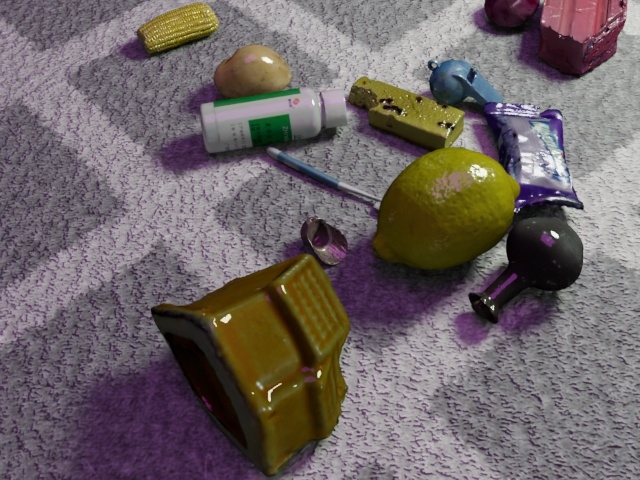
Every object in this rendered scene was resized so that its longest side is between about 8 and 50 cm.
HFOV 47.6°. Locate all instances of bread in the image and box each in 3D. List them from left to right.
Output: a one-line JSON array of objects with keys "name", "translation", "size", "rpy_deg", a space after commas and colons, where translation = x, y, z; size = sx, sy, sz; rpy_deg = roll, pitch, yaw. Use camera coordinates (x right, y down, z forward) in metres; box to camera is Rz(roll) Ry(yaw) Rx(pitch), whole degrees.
[{"name": "bread", "translation": [0.148, -0.236, 1.336], "size": [0.226, 0.049, 0.088], "rpy_deg": [25, 58, 22]}]

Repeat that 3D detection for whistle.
[{"name": "whistle", "translation": [0.259, -0.284, 1.359], "size": [0.158, 0.090, 0.090], "rpy_deg": [40, 56, -16]}]

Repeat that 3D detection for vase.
[{"name": "vase", "translation": [0.299, 0.047, 1.074], "size": [0.183, 0.120, 0.120], "rpy_deg": [-39, 59, -8]}]

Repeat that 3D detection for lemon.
[{"name": "lemon", "translation": [0.186, -0.046, 1.102], "size": [0.249, 0.184, 0.184], "rpy_deg": [-26, 54, -4]}]

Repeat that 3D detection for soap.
[{"name": "soap", "translation": [0.518, -0.440, 1.442], "size": [0.162, 0.099, 0.250], "rpy_deg": [13, 53, 13]}]

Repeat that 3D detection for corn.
[{"name": "corn", "translation": [-0.299, -0.445, 1.518], "size": [0.165, 0.063, 0.085], "rpy_deg": [-28, 80, -15]}]

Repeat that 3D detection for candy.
[{"name": "candy", "translation": [0.359, -0.144, 1.241], "size": [0.145, 0.070, 0.275], "rpy_deg": [5, 49, -1]}]

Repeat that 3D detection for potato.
[{"name": "potato", "translation": [-0.132, -0.318, 1.383], "size": [0.147, 0.112, 0.112], "rpy_deg": [-14, 52, 1]}]

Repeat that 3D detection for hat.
[{"name": "hat", "translation": [0.002, 0.002, 1.170], "size": [0.087, 0.042, 0.058], "rpy_deg": [46, 71, -6]}]

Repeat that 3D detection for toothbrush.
[{"name": "toothbrush", "translation": [0.014, -0.103, 1.259], "size": [0.276, 0.019, 0.025], "rpy_deg": [27, 66, 22]}]

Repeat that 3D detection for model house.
[{"name": "model house", "translation": [-0.061, 0.149, 0.999], "size": [0.239, 0.173, 0.268], "rpy_deg": [-26, 85, -32]}]

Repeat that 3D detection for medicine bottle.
[{"name": "medicine bottle", "translation": [-0.085, -0.222, 1.310], "size": [0.260, 0.095, 0.095], "rpy_deg": [-11, 52, -3]}]

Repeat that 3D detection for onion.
[{"name": "onion", "translation": [0.399, -0.493, 1.500], "size": [0.104, 0.115, 0.115], "rpy_deg": [13, 34, -47]}]
